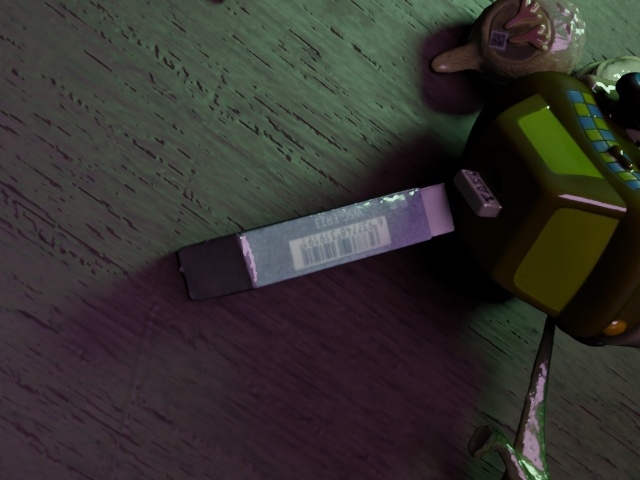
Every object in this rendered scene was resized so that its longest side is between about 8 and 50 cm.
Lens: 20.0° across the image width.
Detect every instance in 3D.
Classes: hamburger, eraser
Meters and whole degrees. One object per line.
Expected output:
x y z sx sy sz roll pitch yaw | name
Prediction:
0.276 -0.129 1.682 0.121 0.054 0.084 6 76 -38 | hamburger
0.000 0.000 1.433 0.212 0.092 0.046 -15 91 -37 | eraser

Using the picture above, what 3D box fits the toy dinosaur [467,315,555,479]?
0.196 0.306 1.536 0.301 0.087 0.447 35 71 -26 | toy dinosaur

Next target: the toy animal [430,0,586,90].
0.169 -0.168 1.600 0.098 0.137 0.098 -20 90 -78 | toy animal

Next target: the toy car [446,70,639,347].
0.194 -0.034 1.493 0.198 0.204 0.248 8 36 -34 | toy car
